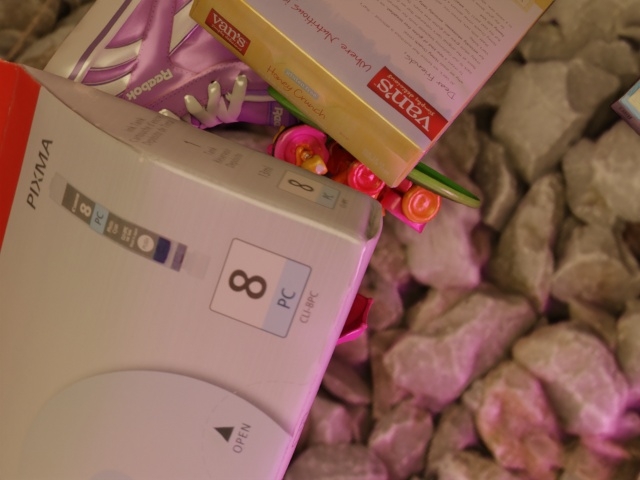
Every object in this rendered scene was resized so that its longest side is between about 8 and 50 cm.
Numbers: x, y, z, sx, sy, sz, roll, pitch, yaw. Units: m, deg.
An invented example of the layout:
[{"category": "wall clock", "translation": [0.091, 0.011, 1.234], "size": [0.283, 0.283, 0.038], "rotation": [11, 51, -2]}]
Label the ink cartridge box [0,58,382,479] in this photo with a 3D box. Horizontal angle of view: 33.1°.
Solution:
[{"category": "ink cartridge box", "translation": [-0.190, 0.052, 0.709], "size": [0.384, 0.091, 0.308], "rotation": [20, 113, 0]}]

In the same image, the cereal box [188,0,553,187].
[{"category": "cereal box", "translation": [0.048, -0.163, 0.728], "size": [0.173, 0.047, 0.240], "rotation": [41, 51, 2]}]

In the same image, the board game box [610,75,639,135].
[{"category": "board game box", "translation": [0.307, -0.083, 0.797], "size": [0.103, 0.026, 0.154], "rotation": [-44, 88, -1]}]

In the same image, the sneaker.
[{"category": "sneaker", "translation": [-0.106, -0.095, 0.768], "size": [0.161, 0.102, 0.282], "rotation": [34, 88, -1]}]

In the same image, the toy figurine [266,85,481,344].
[{"category": "toy figurine", "translation": [0.000, 0.000, 0.749], "size": [0.173, 0.130, 0.159], "rotation": [25, 100, -29]}]
